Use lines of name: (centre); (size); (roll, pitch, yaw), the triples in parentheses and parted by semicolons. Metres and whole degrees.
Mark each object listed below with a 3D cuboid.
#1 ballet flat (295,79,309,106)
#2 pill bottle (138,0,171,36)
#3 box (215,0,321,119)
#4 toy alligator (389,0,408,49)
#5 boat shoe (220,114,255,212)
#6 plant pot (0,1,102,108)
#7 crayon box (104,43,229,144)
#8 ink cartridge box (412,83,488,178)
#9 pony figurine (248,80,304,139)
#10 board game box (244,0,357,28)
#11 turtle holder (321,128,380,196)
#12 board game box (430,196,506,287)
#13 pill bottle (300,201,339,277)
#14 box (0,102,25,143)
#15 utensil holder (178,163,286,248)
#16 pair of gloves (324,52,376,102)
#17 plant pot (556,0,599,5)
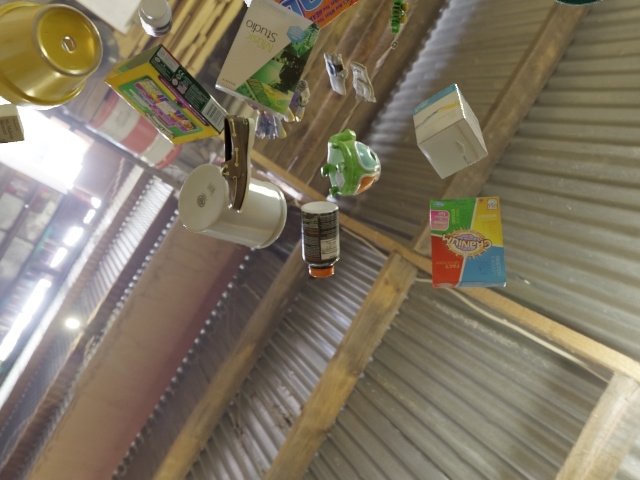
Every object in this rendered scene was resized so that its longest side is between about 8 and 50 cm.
ballet flat: (-0.048, -0.422, 1.477); (0.114, 0.041, 0.041); (115, -4, -74)
pill bottle: (-0.564, -0.775, 1.742); (0.108, 0.107, 0.180); (-60, -165, -2)
box: (-0.162, -0.577, 1.600); (0.322, 0.232, 0.058); (-69, -167, -5)
toy alligator: (0.266, -0.774, 1.794); (0.056, 0.051, 0.190); (19, -69, 31)
boat shoe: (-0.285, -0.255, 1.698); (0.116, 0.096, 0.325); (-2, -97, 63)
plant pot: (-0.667, -0.460, 1.245); (0.238, 0.254, 0.254); (4, -114, 39)
crayon box: (-0.574, -0.533, 1.922); (0.312, 0.363, 0.106); (1, -122, 41)
ink cartridge box: (0.495, -0.422, 1.967); (0.197, 0.198, 0.270); (-27, -145, 27)
pony figurine: (-0.203, -0.612, 2.177); (0.350, 0.364, 0.302); (-33, -122, -30)
board game box: (-0.105, -1.007, 2.009); (0.356, 0.356, 0.356); (-36, -156, 1)
turtle holder: (0.139, -0.355, 2.386); (0.320, 0.227, 0.244); (-121, -149, -51)
board game box: (0.505, 0.005, 1.769); (0.242, 0.064, 0.317); (-3, -115, 13)
pill bottle: (0.000, 0.000, 1.749); (0.130, 0.130, 0.246); (-143, -133, -59)
box: (-1.174, -0.388, 1.739); (0.113, 0.274, 0.094); (98, -31, -43)
utensil holder: (-0.398, -0.149, 2.313); (0.327, 0.385, 0.328); (-7, -103, 35)
pair of gloves: (0.116, -0.654, 2.042); (0.240, 0.204, 0.042); (33, -108, 34)
plant pot: (0.808, -0.897, 1.518); (0.271, 0.271, 0.255); (-10, -138, 51)
